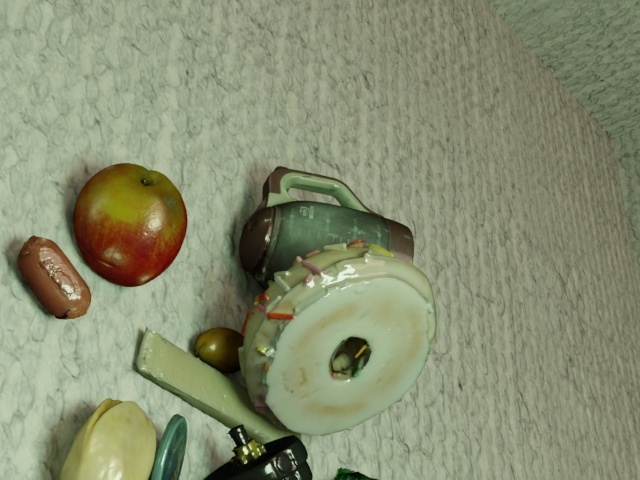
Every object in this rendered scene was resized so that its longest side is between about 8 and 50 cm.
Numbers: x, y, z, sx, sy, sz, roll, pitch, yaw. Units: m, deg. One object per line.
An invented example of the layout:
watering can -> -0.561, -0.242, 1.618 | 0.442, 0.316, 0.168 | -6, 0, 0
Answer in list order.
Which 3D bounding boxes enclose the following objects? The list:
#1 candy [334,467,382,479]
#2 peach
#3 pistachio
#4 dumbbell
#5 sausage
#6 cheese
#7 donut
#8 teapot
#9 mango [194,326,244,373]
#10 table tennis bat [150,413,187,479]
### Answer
candy -> 0.046, 0.469, 1.929 | 0.203, 0.141, 0.078 | -6, 86, -57
peach -> -0.315, -0.025, 1.754 | 0.190, 0.192, 0.190 | 27, 13, -7
pistachio -> -0.299, 0.310, 1.530 | 0.200, 0.117, 0.145 | -68, 161, -48
dumbbell -> -0.057, 0.479, 1.719 | 0.185, 0.185, 0.388 | -23, 88, -59
sausage -> -0.403, 0.057, 1.604 | 0.141, 0.076, 0.076 | 59, 32, -12
cheese -> -0.165, 0.275, 1.843 | 0.400, 0.034, 0.085 | 39, 39, -35
donut -> 0.026, 0.169, 1.869 | 0.382, 0.383, 0.142 | 32, 11, -41
teapot -> 0.000, 0.000, 2.080 | 0.312, 0.233, 0.315 | 20, 51, -16
mango -> -0.171, 0.189, 1.866 | 0.127, 0.063, 0.077 | 23, 56, -51
table tennis bat -> -0.240, 0.378, 1.603 | 0.149, 0.038, 0.237 | 93, 10, -59
